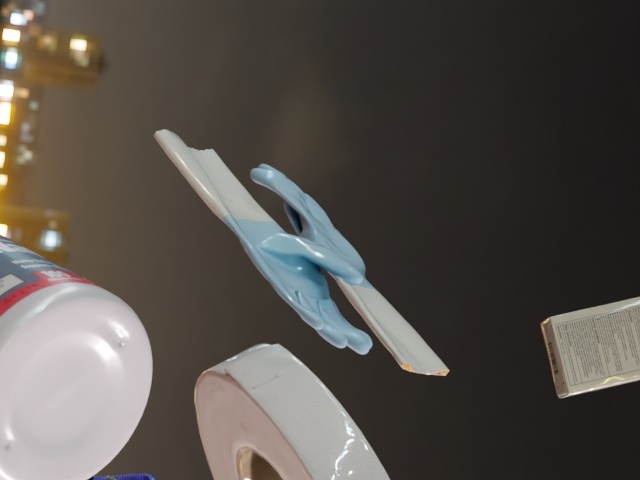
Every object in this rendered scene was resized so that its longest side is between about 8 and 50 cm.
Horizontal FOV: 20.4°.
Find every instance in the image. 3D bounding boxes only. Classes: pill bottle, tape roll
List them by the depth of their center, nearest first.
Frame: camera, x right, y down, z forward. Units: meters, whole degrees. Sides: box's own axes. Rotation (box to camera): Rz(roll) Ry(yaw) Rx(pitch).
[{"bbox_3d":[-0.180,0.048,0.911,0.180,0.108,0.108,24,-70,43],"label":"pill bottle"},{"bbox_3d":[-0.008,0.292,1.859,0.392,0.072,0.392,50,-24,33],"label":"tape roll"}]

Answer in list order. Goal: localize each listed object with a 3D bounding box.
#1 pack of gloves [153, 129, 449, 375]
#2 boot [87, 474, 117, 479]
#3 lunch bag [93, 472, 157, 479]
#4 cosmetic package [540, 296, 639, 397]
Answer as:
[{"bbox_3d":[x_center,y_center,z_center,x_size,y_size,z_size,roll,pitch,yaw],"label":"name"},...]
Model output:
[{"bbox_3d":[0.000,0.000,1.359,0.046,0.195,0.232,-47,-116,16],"label":"pack of gloves"},{"bbox_3d":[-0.129,0.174,0.987,0.121,0.099,0.045,-96,-152,-60],"label":"boot"},{"bbox_3d":[-0.176,0.402,1.252,0.328,0.239,0.385,68,25,-51],"label":"lunch bag"},{"bbox_3d":[0.223,0.073,1.281,0.041,0.115,0.060,110,-32,-81],"label":"cosmetic package"}]
